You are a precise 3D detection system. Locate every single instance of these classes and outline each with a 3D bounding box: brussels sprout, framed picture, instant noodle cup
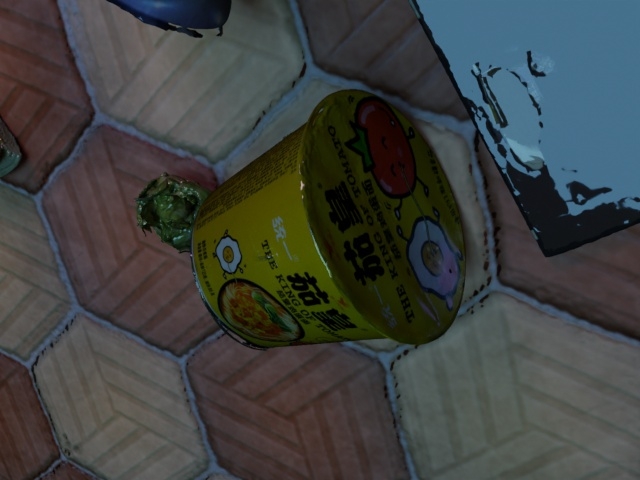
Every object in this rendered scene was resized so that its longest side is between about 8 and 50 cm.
[{"bbox_3d":[-0.127,-0.027,0.640,0.085,0.058,0.085,-4,126,-6],"label":"brussels sprout"},{"bbox_3d":[0.238,-0.152,0.445,0.323,0.013,0.244,-26,97,31],"label":"framed picture"},{"bbox_3d":[0.000,0.000,0.529,0.144,0.182,0.182,-21,100,40],"label":"instant noodle cup"}]

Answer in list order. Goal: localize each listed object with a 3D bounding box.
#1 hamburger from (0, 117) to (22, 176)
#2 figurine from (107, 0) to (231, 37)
[{"bbox_3d":[-0.367,-0.108,0.721,0.084,0.054,0.121,-33,101,29],"label":"hamburger"},{"bbox_3d":[-0.066,-0.342,0.393,0.388,0.248,0.277,-49,61,28],"label":"figurine"}]
